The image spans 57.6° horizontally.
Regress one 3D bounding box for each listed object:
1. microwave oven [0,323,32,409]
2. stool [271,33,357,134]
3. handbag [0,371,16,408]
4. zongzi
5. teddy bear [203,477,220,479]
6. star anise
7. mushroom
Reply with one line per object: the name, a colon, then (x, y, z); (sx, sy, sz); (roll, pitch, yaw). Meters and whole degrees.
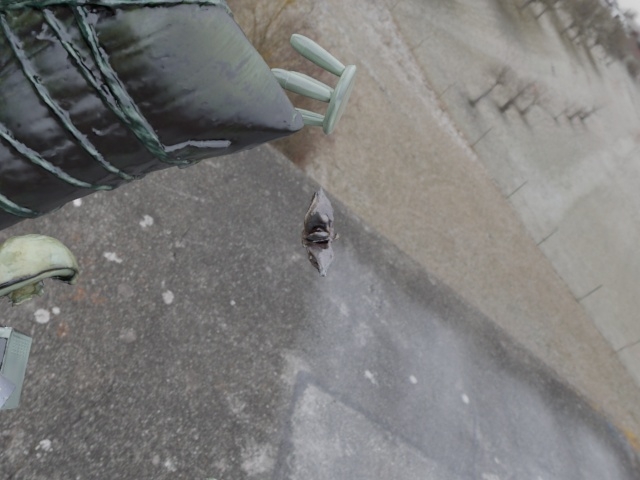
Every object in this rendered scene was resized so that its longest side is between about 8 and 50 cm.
microwave oven: (-0.777, 0.242, 1.185); (0.295, 0.237, 0.181); (8, 75, -13)
stool: (-0.023, -0.410, 1.554); (0.199, 0.195, 0.195); (25, 62, 1)
handbag: (-0.492, 0.199, 0.769); (0.173, 0.095, 0.117); (51, 49, -22)
zongzi: (-0.257, -0.120, 0.559); (0.319, 0.383, 0.362); (52, 43, -37)
teddy bear: (-0.118, 0.491, 1.003); (0.213, 0.133, 0.111); (12, 6, 25)
star anise: (0.000, 0.005, 0.863); (0.056, 0.124, 0.129); (-2, 44, 1)
mushroom: (-0.836, 0.068, 1.632); (0.267, 0.189, 0.164); (-22, 75, -17)
